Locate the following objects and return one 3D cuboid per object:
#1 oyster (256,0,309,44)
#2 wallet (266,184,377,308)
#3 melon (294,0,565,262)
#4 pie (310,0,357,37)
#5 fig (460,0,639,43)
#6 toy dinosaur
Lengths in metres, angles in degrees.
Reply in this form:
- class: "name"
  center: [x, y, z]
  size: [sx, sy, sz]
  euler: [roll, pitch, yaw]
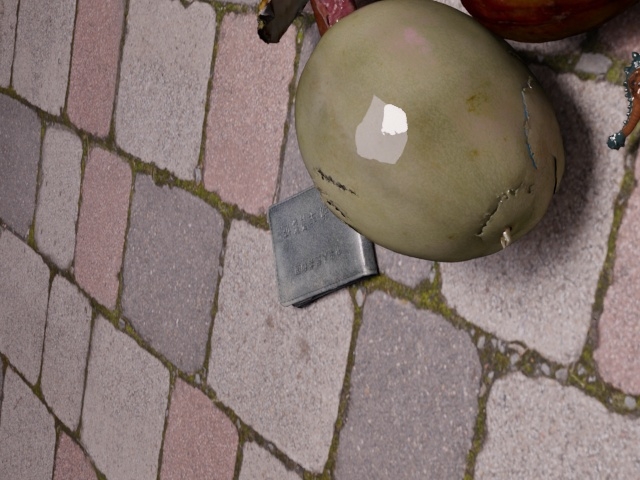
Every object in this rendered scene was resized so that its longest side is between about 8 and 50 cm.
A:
- class: "oyster"
  center: [-0.035, -0.387, 1.458]
  size: [0.260, 0.092, 0.198]
  euler: [-59, -5, -27]
- class: "wallet"
  center: [-0.002, 0.000, 1.530]
  size: [0.222, 0.036, 0.167]
  euler: [-24, 70, 52]
- class: "melon"
  center: [0.115, -0.114, 1.154]
  size: [0.330, 0.268, 0.268]
  euler: [51, 130, 30]
- class: "pie"
  center: [0.031, -0.262, 1.370]
  size: [0.219, 0.054, 0.204]
  euler: [65, -176, -48]
- class: "fig"
  center: [0.288, -0.294, 1.014]
  size: [0.320, 0.217, 0.217]
  euler: [12, 100, 32]
- class: "toy dinosaur"
  center: [0.325, -0.158, 1.045]
  size: [0.055, 0.049, 0.154]
  euler: [44, 119, 43]
